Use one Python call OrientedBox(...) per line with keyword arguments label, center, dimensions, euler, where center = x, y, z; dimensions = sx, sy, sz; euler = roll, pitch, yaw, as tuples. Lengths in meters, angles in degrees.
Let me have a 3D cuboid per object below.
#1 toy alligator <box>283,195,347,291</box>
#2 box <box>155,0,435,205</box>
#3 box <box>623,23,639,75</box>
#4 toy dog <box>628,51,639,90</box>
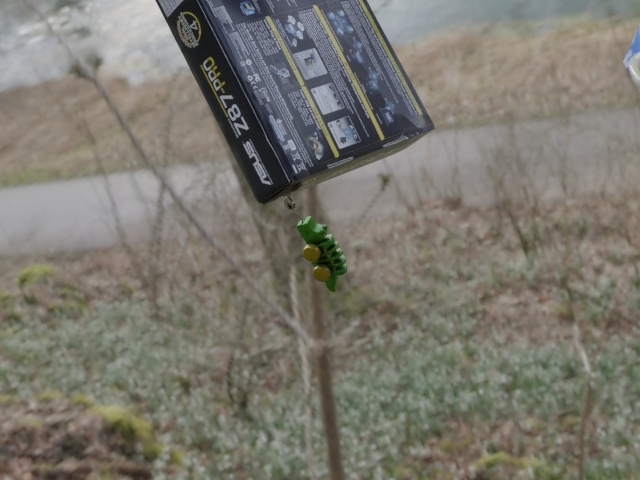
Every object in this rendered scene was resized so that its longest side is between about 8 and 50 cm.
OrientedBox(label="toy alligator", center=(0.000, 0.000, 1.922), dimensions=(0.051, 0.190, 0.056), euler=(-12, 27, 28))
OrientedBox(label="box", center=(-0.043, -0.280, 1.763), dimensions=(0.318, 0.395, 0.097), euler=(-25, -5, -40))
OrientedBox(label="box", center=(0.568, -0.344, 2.028), dimensions=(0.042, 0.178, 0.109), euler=(5, 39, -12))
OrientedBox(label="toy dog", center=(0.541, -0.016, 1.387), dimensions=(0.284, 0.408, 0.395), euler=(-12, 22, 16))
